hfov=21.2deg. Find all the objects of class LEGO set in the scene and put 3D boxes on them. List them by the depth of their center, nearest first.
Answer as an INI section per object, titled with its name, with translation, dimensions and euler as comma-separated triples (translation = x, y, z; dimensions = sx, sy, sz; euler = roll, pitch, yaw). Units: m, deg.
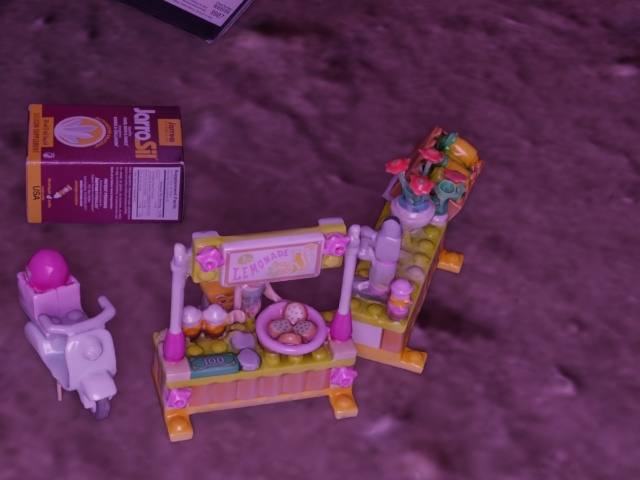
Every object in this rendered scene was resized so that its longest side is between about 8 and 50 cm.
[LEGO set]
translation = 0.000, 0.000, 0.835
dimensions = 0.287, 0.107, 0.132
euler = -24, 49, -31

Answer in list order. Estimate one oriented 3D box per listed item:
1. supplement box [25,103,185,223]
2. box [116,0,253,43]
[supplement box]
translation = -0.116, -0.041, 0.918
dimensions = 0.083, 0.043, 0.055
euler = 0, 39, -9
[box]
translation = -0.189, -0.257, 0.993
dimensions = 0.307, 0.076, 0.242
euler = 19, 31, -49
